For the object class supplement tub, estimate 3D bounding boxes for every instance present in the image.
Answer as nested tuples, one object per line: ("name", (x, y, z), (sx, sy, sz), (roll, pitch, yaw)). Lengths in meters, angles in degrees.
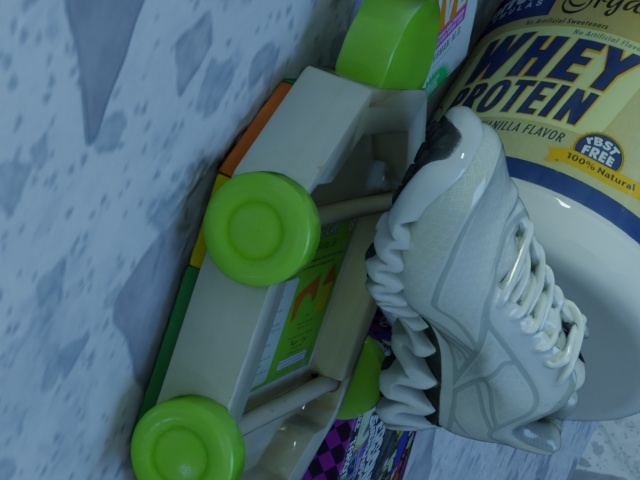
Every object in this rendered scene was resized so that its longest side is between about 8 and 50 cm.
("supplement tub", (0.192, -0.059, 1.195), (0.316, 0.228, 0.228), (-59, 162, -31))

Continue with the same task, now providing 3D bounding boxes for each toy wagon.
("toy wagon", (0.000, 0.000, 0.946), (0.267, 0.068, 0.344), (-15, 124, -71))

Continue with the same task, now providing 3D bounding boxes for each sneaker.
("sneaker", (0.096, 0.031, 0.964), (0.110, 0.118, 0.292), (-59, 160, -24))

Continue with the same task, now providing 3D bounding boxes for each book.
("book", (0.062, -0.141, 1.034), (0.096, 0.035, 0.144), (-51, 158, -36))

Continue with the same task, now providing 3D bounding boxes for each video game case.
("video game case", (0.029, 0.154, 1.283), (0.210, 0.042, 0.232), (-41, 149, -60))
